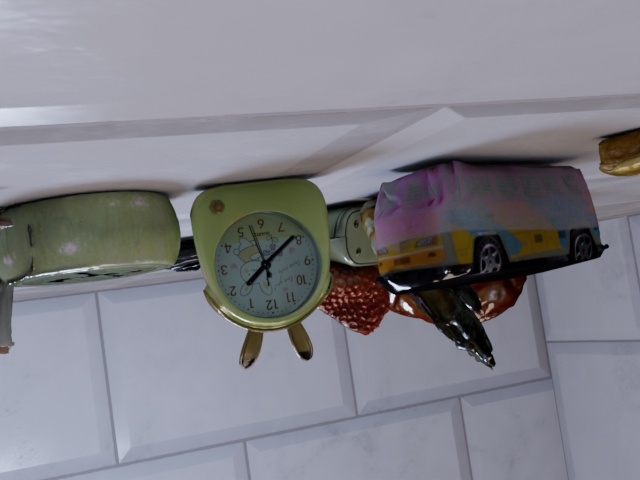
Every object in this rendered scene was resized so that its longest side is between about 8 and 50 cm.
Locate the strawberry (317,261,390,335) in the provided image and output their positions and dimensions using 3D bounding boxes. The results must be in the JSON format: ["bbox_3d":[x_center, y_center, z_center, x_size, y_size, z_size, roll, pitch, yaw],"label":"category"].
[{"bbox_3d":[0.056,0.081,1.516,0.106,0.175,0.236,-47,175,11],"label":"strawberry"}]

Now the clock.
[{"bbox_3d":[-0.070,0.042,1.058,0.170,0.231,0.069,-6,175,-14],"label":"clock"}]

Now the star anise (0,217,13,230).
[{"bbox_3d":[-0.385,-0.014,0.870,0.129,0.056,0.124,-7,175,-12],"label":"star anise"}]

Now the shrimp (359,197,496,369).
[{"bbox_3d":[0.193,0.062,1.357,0.233,0.365,0.071,15,122,-50],"label":"shrimp"}]

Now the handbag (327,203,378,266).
[{"bbox_3d":[0.000,0.000,1.569,0.315,0.109,0.241,-7,177,44],"label":"handbag"}]

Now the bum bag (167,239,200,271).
[{"bbox_3d":[-0.275,0.033,1.747,0.123,0.060,0.248,-9,177,4],"label":"bum bag"}]

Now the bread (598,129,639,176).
[{"bbox_3d":[0.427,-0.118,1.087,0.132,0.053,0.074,-13,174,33],"label":"bread"}]

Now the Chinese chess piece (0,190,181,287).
[{"bbox_3d":[-0.293,0.002,1.051,0.238,0.092,0.238,-7,176,-1],"label":"Chinese chess piece"}]

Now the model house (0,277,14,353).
[{"bbox_3d":[-0.587,0.077,1.155,0.244,0.169,0.326,-1,174,1],"label":"model house"}]

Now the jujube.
[{"bbox_3d":[0.288,0.066,1.984,0.277,0.276,0.377,-5,177,-39],"label":"jujube"}]

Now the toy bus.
[{"bbox_3d":[0.234,-0.025,1.213,0.386,0.162,0.171,-5,170,-43],"label":"toy bus"}]
